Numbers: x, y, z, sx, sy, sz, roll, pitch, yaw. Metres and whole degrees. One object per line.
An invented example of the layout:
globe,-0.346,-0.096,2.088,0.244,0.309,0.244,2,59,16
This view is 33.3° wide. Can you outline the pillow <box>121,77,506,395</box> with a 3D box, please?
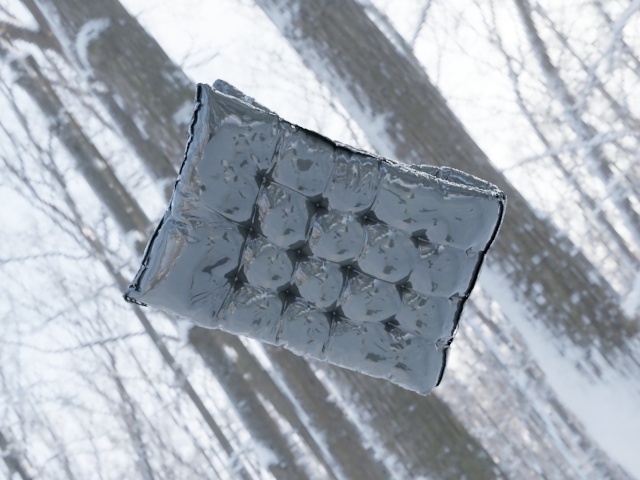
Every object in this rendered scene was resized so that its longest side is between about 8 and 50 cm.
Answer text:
pillow,0.000,0.000,1.044,0.101,0.326,0.228,-95,25,-80
